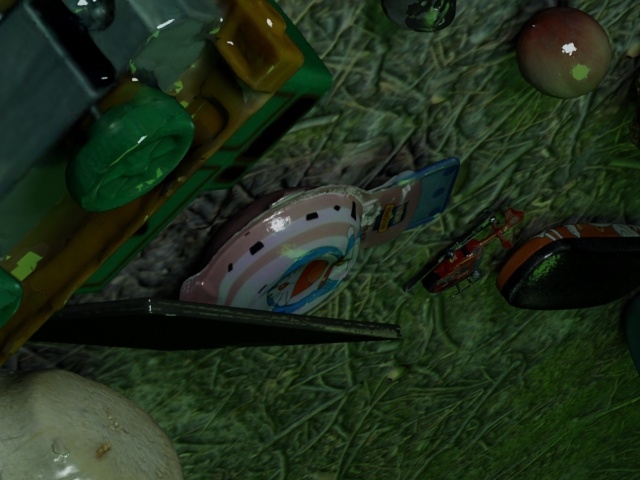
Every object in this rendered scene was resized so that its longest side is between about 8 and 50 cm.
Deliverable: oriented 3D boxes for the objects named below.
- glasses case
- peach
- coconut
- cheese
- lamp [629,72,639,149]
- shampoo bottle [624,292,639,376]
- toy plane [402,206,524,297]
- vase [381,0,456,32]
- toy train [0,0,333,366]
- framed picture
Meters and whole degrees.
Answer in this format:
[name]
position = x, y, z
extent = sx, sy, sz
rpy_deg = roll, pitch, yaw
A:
[glasses case]
position = 0.297, 0.029, 1.779
extent = 0.267, 0.067, 0.103
rpy_deg = -1, 140, -50
[peach]
position = 0.207, -0.161, 1.338
extent = 0.083, 0.083, 0.083
rpy_deg = -27, 153, -15
[coconut]
position = -0.251, 0.246, 1.328
extent = 0.237, 0.237, 0.266
rpy_deg = 7, 127, -54
[cheese]
position = 0.000, 0.000, 1.380
extent = 0.286, 0.074, 0.189
rpy_deg = -23, 153, -24
[lamp]
position = 0.426, -0.121, 1.560
extent = 0.274, 0.177, 0.177
rpy_deg = -5, 142, -48
[shampoo bottle]
position = 0.618, 0.135, 2.034
extent = 0.343, 0.331, 0.331
rpy_deg = -29, 154, -6
[toy plane]
position = 0.151, 0.013, 1.620
extent = 0.145, 0.037, 0.060
rpy_deg = -36, 144, 14
[vase]
position = 0.092, -0.225, 1.118
extent = 0.059, 0.059, 0.167
rpy_deg = -19, 150, -29
[toy train]
position = -0.163, -0.060, 0.995
extent = 0.429, 0.178, 0.249
rpy_deg = -43, 165, 20
[framed picture]
position = -0.128, 0.071, 1.254
extent = 0.255, 0.014, 0.339
rpy_deg = -6, 171, 33
